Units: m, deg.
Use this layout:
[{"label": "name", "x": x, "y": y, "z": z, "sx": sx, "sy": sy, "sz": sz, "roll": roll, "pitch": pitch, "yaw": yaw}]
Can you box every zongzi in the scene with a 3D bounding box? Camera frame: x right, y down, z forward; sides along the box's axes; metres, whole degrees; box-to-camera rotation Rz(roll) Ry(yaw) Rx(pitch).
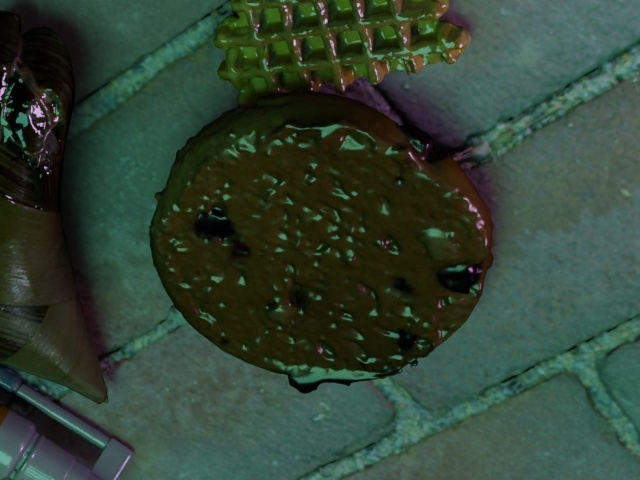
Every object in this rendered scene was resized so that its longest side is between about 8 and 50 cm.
[{"label": "zongzi", "x": -0.234, "y": -0.014, "z": 1.493, "sx": 0.317, "sy": 0.154, "sz": 0.289, "roll": 31, "pitch": 124, "yaw": -26}]

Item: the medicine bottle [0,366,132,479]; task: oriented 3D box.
[{"label": "medicine bottle", "x": -0.288, "y": 0.177, "z": 1.641, "sx": 0.221, "sy": 0.092, "sz": 0.061, "roll": 32, "pitch": 158, "yaw": -7}]

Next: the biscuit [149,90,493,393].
[{"label": "biscuit", "x": 0.000, "y": -0.001, "z": 1.432, "sx": 0.296, "sy": 0.075, "sz": 0.296, "roll": 6, "pitch": 130, "yaw": 7}]

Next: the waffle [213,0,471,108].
[{"label": "waffle", "x": 0.007, "y": -0.154, "z": 1.362, "sx": 0.161, "sy": 0.046, "sz": 0.192, "roll": 38, "pitch": 127, "yaw": -10}]

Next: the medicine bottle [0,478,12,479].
[{"label": "medicine bottle", "x": -0.348, "y": 0.356, "z": 1.717, "sx": 0.170, "sy": 0.170, "sz": 0.293, "roll": 41, "pitch": 125, "yaw": -8}]
